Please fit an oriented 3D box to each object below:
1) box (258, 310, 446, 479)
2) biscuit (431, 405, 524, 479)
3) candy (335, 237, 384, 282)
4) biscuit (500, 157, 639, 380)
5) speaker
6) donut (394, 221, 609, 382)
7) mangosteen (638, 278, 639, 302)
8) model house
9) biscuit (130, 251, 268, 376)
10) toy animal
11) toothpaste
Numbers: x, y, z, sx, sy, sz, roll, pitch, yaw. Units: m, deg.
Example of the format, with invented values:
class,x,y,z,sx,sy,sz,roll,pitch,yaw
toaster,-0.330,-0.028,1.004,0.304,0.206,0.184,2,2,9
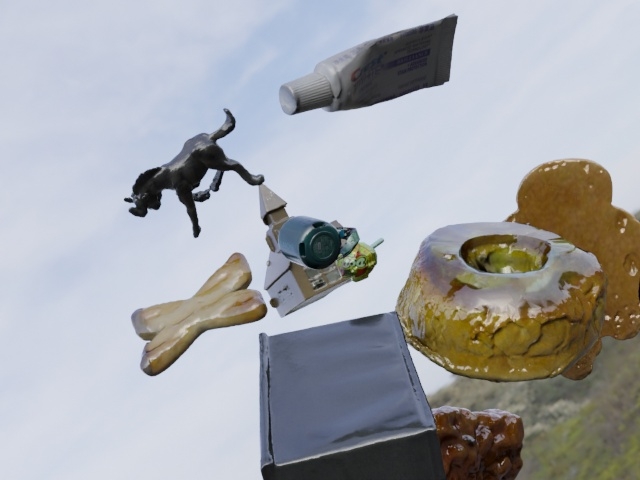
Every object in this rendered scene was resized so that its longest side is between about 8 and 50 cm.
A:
class,x,y,z,sx,sy,sz,roll,pitch,yaw
box,0.039,0.279,1.320,0.204,0.251,0.345,-10,22,-1
biscuit,0.205,0.425,1.751,0.312,0.110,0.318,11,-71,-44
candy,0.072,0.019,1.577,0.062,0.058,0.194,-16,6,18
biscuit,0.424,0.048,1.746,0.269,0.376,0.051,-1,-3,8
speaker,0.001,0.005,1.261,0.094,0.075,0.060,13,-87,-29
donut,0.265,0.072,1.491,0.330,0.330,0.160,-25,-51,-49
mangosteen,0.488,0.063,1.156,0.249,0.211,0.211,-4,-20,-8
model house,-0.042,-0.009,1.967,0.176,0.248,0.181,-25,-6,-23
biscuit,-0.187,0.113,1.568,0.207,0.164,0.047,-28,-54,0
toy animal,-0.206,-0.104,1.685,0.232,0.084,0.148,-40,-47,10
toothpaste,0.070,-0.225,1.397,0.282,0.069,0.099,-20,-15,-26
